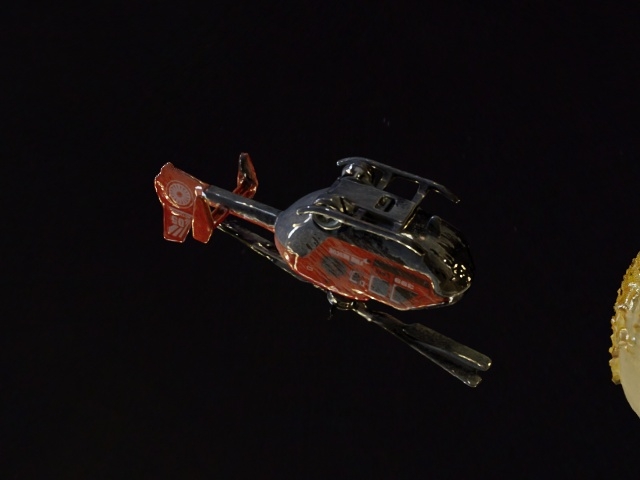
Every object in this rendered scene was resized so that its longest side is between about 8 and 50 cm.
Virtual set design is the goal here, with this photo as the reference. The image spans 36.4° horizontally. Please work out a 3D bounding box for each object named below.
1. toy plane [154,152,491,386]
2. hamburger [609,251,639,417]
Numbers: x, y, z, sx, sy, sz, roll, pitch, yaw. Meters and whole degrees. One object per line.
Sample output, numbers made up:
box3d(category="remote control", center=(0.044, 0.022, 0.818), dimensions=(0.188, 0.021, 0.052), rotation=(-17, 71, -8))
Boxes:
box3d(category="toy plane", center=(0.000, 0.000, 0.358), dimensions=(0.145, 0.037, 0.060), rotation=(20, -49, 18))
box3d(category="hamburger", center=(0.340, 0.057, 0.656), dimensions=(0.294, 0.179, 0.276), rotation=(14, -57, -17))
